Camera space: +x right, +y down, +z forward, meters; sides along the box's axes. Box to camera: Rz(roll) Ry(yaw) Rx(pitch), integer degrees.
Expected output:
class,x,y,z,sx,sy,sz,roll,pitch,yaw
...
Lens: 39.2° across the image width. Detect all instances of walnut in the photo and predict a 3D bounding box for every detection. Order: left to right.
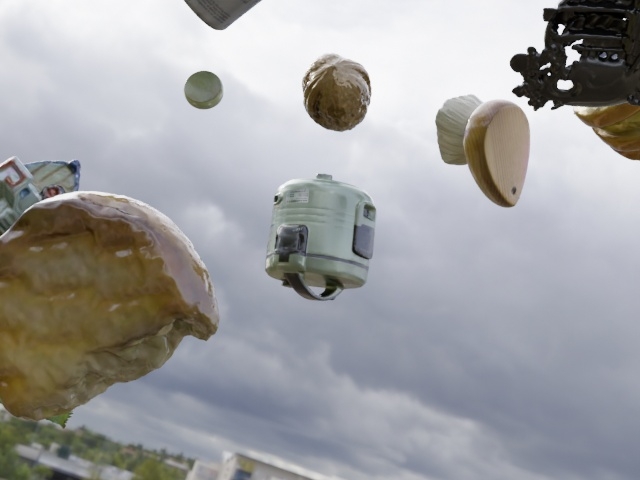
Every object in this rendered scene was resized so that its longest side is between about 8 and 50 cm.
class,x,y,z,sx,sy,sz,roll,pitch,yaw
walnut,0.034,-0.318,1.909,0.155,0.155,0.184,15,-18,14

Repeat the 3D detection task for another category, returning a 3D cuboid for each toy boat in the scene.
class,x,y,z,sx,sy,sz,roll,pitch,yaw
toy boat,-0.411,-0.027,1.112,0.114,0.262,0.115,47,-9,17

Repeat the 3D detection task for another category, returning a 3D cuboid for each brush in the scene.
class,x,y,z,sx,sy,sz,roll,pitch,yaw
brush,0.382,-0.206,2.106,0.166,0.174,0.266,16,-55,50

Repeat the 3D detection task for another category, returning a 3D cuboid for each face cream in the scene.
class,x,y,z,sx,sy,sz,roll,pitch,yaw
face cream,-0.176,-0.485,1.600,0.153,0.177,0.177,-36,-42,15

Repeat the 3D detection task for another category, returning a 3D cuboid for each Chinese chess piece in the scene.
class,x,y,z,sx,sy,sz,roll,pitch,yaw
Chinese chess piece,-0.241,-0.310,1.857,0.084,0.084,0.034,17,-23,8

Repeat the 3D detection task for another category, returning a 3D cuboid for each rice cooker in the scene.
class,x,y,z,sx,sy,sz,roll,pitch,yaw
rice cooker,0.000,0.000,1.822,0.226,0.244,0.226,10,-10,2

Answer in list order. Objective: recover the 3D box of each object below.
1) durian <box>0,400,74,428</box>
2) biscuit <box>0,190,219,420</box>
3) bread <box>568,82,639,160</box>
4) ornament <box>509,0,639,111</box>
class,x,y,z,sx,sy,sz,roll,pitch,yaw
durian,-0.385,0.159,1.124,0.215,0.100,0.086,40,-10,-31
biscuit,-0.241,0.056,0.935,0.274,0.213,0.091,-23,-5,25
bread,0.688,-0.300,1.821,0.316,0.211,0.270,-39,-74,23
ornament,0.415,-0.294,1.317,0.261,0.106,0.251,8,-48,7
